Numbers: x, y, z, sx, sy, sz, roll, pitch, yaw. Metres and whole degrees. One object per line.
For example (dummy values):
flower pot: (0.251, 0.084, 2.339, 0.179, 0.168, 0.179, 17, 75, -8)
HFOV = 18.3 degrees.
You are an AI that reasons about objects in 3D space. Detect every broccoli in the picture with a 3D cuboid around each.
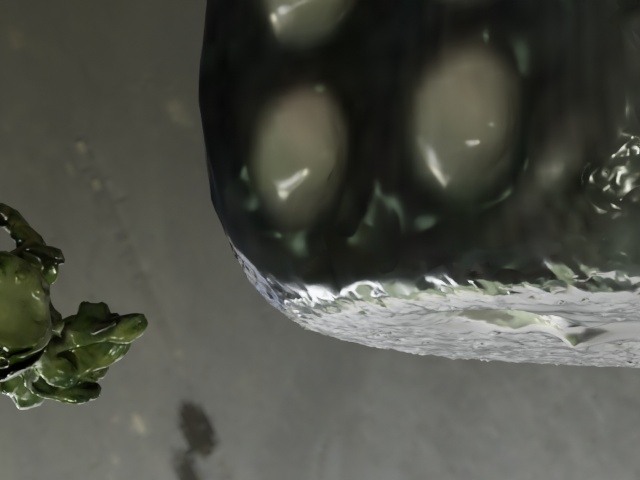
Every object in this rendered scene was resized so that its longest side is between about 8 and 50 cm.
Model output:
broccoli: (-0.184, 0.056, 1.091, 0.274, 0.198, 0.177, 9, 72, 49)

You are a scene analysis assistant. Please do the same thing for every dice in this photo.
dice: (0.084, -0.059, 0.571, 0.181, 0.183, 0.182, -11, 74, 50)
